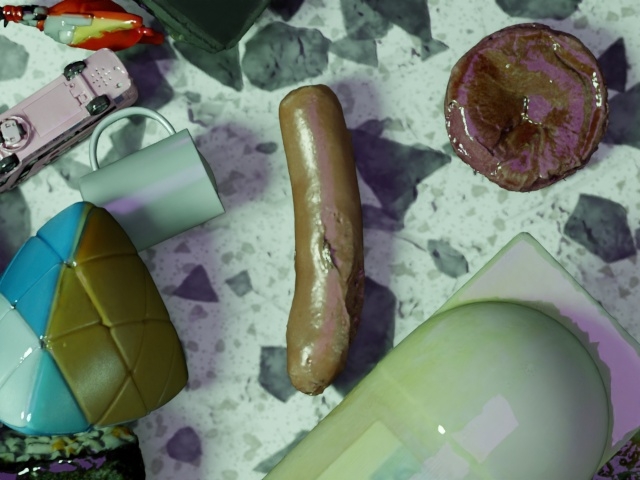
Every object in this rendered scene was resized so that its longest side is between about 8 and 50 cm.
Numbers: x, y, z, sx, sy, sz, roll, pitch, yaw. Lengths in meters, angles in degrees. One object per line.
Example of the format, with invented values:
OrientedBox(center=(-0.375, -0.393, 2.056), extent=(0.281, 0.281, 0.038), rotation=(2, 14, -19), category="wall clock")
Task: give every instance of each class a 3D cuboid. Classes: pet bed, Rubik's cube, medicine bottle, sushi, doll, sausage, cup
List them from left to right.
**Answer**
OrientedBox(center=(-0.285, 0.251, 1.593), extent=(0.225, 0.136, 0.126), rotation=(0, 108, -1), category="sushi")
OrientedBox(center=(-0.256, 0.112, 1.612), extent=(0.254, 0.254, 0.254), rotation=(0, 86, 0), category="Rubik's cube")
OrientedBox(center=(-0.257, -0.233, 1.650), extent=(0.169, 0.109, 0.057), rotation=(13, 89, 8), category="doll")
OrientedBox(center=(-0.183, -0.062, 1.643), extent=(0.133, 0.099, 0.136), rotation=(-25, 61, -1), category="cup")
OrientedBox(center=(-0.126, -0.320, 1.635), extent=(0.183, 0.159, 0.211), rotation=(37, 88, -24), category="pet bed")
OrientedBox(center=(0.002, -0.001, 1.643), extent=(0.087, 0.079, 0.327), rotation=(-2, 87, -11), category="sausage")
OrientedBox(center=(0.137, 0.207, 1.550), extent=(0.406, 0.236, 0.236), rotation=(-44, 87, -2), category="medicine bottle")

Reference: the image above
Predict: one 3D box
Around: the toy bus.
OrientedBox(center=(-0.287, -0.122, 1.643), extent=(0.203, 0.090, 0.063), rotation=(-33, 81, -3), category="toy bus")

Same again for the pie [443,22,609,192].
OrientedBox(center=(0.220, -0.144, 1.668), extent=(0.182, 0.049, 0.182), rotation=(0, 91, -2), category="pie")

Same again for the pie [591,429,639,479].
OrientedBox(center=(0.298, 0.279, 1.643), extent=(0.186, 0.041, 0.187), rotation=(0, 86, -1), category="pie")
